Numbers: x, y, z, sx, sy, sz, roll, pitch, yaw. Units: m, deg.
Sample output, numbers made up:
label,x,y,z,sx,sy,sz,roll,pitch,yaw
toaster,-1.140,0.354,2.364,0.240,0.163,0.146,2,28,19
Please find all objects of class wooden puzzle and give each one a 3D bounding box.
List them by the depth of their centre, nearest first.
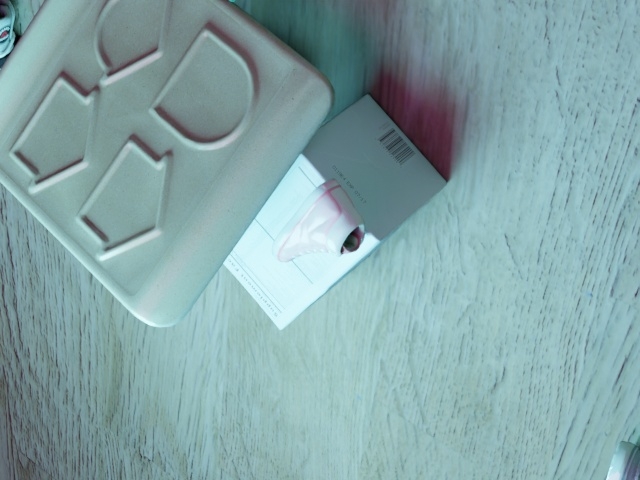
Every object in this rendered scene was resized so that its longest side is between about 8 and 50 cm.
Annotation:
label,x,y,z,sx,sy,sz,roll,pitch,yaw
wooden puzzle,-0.187,-0.129,1.418,0.348,0.080,0.322,40,102,21

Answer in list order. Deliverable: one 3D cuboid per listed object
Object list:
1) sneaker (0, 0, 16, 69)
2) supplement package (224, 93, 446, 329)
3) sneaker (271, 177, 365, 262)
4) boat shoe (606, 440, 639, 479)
label,x,y,z,sx,sy,sz,roll,pitch,yaw
sneaker,-0.469,-0.260,1.775,0.146,0.122,0.330,12,128,41
supplement package,0.002,-0.028,1.481,0.139,0.134,0.244,49,142,2
sneaker,0.000,0.000,1.354,0.070,0.051,0.134,49,138,10
boat shoe,0.365,0.314,1.450,0.081,0.079,0.227,9,131,29
